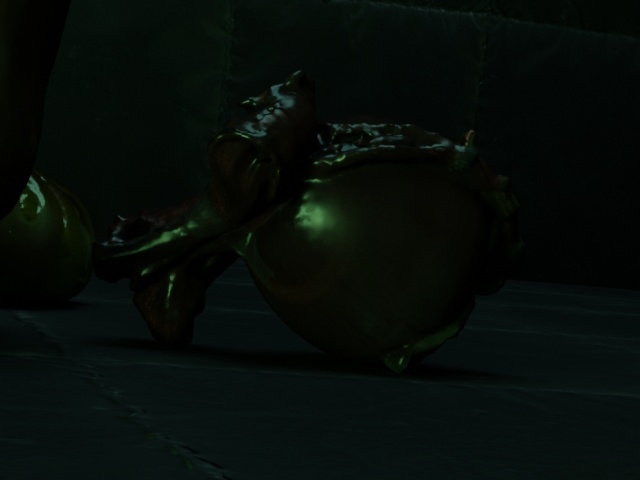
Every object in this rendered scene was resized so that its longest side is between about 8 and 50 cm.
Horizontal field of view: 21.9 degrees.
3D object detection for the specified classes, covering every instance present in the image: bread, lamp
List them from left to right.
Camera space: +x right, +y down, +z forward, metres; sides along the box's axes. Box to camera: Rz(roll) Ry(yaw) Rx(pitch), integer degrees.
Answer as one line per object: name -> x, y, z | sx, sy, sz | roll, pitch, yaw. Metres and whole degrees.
bread -> -0.267, -0.024, 1.282 | 0.213, 0.105, 0.213 | 21, 2, -1
lamp -> 0.004, -0.005, 1.008 | 0.223, 0.215, 0.151 | 36, 32, -9

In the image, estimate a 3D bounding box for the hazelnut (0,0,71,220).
hazelnut -> -0.310, -0.125, 0.910 | 0.372, 0.372, 0.315 | 5, 13, 11
